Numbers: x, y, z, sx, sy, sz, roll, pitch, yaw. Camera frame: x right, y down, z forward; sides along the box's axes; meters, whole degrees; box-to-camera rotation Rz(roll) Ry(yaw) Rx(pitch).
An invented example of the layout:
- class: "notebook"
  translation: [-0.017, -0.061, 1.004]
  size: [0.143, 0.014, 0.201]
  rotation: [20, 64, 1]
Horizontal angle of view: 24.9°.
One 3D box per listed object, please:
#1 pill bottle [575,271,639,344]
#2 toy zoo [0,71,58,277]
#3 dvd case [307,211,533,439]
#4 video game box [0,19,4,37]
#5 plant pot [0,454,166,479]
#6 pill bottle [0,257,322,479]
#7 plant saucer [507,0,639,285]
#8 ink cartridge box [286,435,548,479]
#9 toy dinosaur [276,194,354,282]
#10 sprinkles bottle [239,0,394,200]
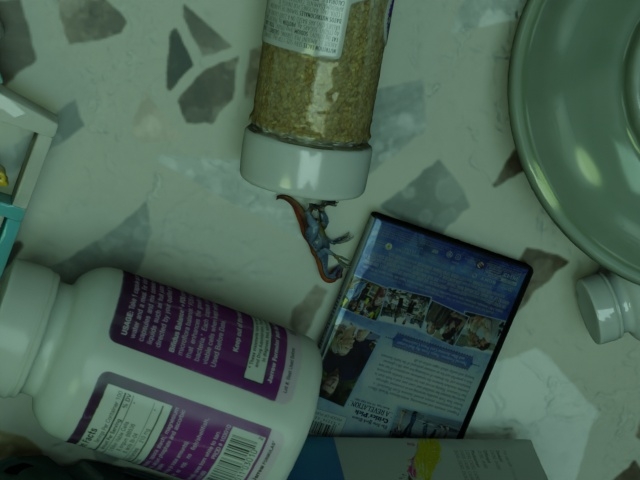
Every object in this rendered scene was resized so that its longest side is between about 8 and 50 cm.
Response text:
- class: "pill bottle"
  translation: [0.347, 0.047, 1.453]
  size: [0.169, 0.094, 0.094]
  rotation: [-17, 107, -3]
- class: "toy zoo"
  translation: [-0.365, -0.051, 1.331]
  size: [0.192, 0.030, 0.293]
  rotation: [17, 109, -18]
- class: "dvd case"
  translation: [0.088, 0.114, 1.469]
  size: [0.180, 0.022, 0.253]
  rotation: [18, 102, -16]
- class: "video game box"
  translation: [-0.406, -0.248, 1.291]
  size: [0.187, 0.048, 0.205]
  rotation: [-19, 107, 0]
- class: "plant pot"
  translation: [-0.234, 0.399, 1.363]
  size: [0.341, 0.341, 0.334]
  rotation: [16, 94, -12]
- class: "pill bottle"
  translation: [-0.165, 0.124, 1.364]
  size: [0.301, 0.169, 0.169]
  rotation: [21, 101, -13]
- class: "plant saucer"
  translation: [0.380, -0.143, 1.356]
  size: [0.400, 0.100, 0.400]
  rotation: [0, 90, -4]
- class: "ink cartridge box"
  translation: [0.089, 0.325, 1.425]
  size: [0.270, 0.197, 0.198]
  rotation: [2, 116, -9]
- class: "toy dinosaur"
  translation: [0.000, 0.000, 1.432]
  size: [0.090, 0.047, 0.082]
  rotation: [18, 114, 21]
- class: "sprinkles bottle"
  translation: [0.010, -0.219, 1.319]
  size: [0.121, 0.121, 0.355]
  rotation: [7, 104, -10]
